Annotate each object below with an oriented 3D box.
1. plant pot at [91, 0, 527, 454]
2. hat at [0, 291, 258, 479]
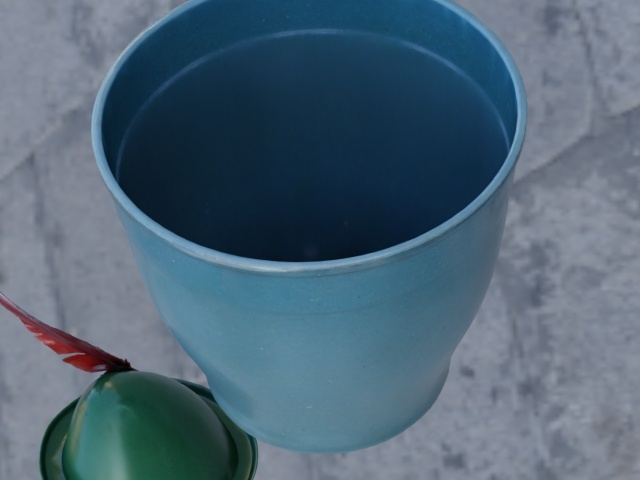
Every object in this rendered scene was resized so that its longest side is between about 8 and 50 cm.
[{"bbox_3d":[0.000,0.000,1.101,0.271,0.271,0.255,55,160,38],"label":"plant pot"},{"bbox_3d":[-0.146,0.115,1.287,0.173,0.208,0.183,-125,30,-42],"label":"hat"}]
